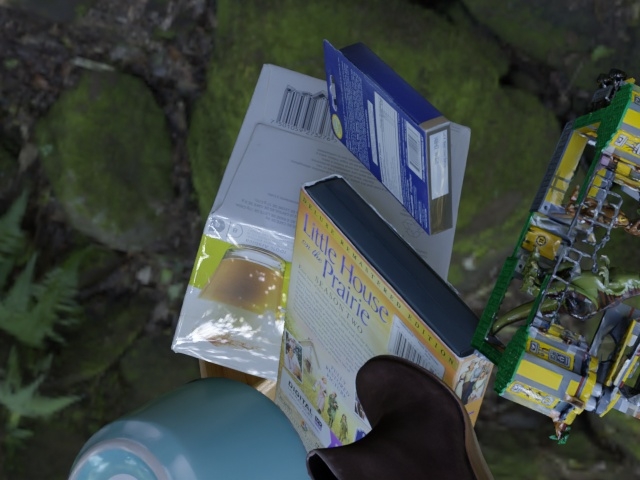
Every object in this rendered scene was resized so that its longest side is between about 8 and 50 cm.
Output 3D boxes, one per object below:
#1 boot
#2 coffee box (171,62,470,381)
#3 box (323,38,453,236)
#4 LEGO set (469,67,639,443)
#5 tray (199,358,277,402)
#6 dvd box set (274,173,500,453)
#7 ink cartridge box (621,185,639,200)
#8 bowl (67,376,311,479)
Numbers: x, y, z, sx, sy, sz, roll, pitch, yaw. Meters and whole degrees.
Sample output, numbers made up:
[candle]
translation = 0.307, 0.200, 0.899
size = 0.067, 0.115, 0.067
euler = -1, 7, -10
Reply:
[boot]
translation = 0.062, 0.189, 1.025
size = 0.207, 0.248, 0.090
euler = 14, 119, -47
[coffee box]
translation = 0.000, 0.000, 1.698
size = 0.337, 0.338, 0.334
euler = 18, 137, -4
[box]
translation = 0.071, -0.121, 1.206
size = 0.036, 0.225, 0.136
euler = -23, 133, -17
[LEGO set]
translation = 0.282, 0.032, 0.991
size = 0.192, 0.331, 0.255
euler = 23, 172, -3
[tray]
translation = -0.145, 0.182, 2.207
size = 0.203, 0.411, 0.076
euler = -39, 122, 15
[dvd box set]
translation = 0.058, 0.172, 1.348
size = 0.062, 0.307, 0.420
euler = -20, 138, -28
[ink cartridge box]
translation = 0.414, -0.105, 1.332
size = 0.052, 0.122, 0.088
euler = 36, 180, 15
[bowl]
translation = -0.172, 0.310, 1.253
size = 0.311, 0.311, 0.163
euler = -13, 168, 35
